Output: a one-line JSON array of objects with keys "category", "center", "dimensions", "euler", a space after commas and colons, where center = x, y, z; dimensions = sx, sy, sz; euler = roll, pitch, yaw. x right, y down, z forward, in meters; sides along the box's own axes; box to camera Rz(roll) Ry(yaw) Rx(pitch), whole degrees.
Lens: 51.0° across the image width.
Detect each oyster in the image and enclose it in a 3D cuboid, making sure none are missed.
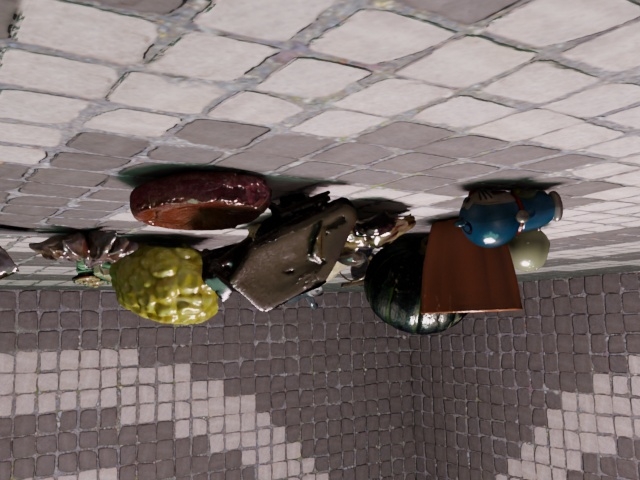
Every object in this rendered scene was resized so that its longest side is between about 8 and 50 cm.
[{"category": "oyster", "center": [-0.011, 0.001, 1.145], "dimensions": [0.361, 0.096, 0.221], "euler": [-8, 164, 25]}]

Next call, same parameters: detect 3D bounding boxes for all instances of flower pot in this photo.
[{"category": "flower pot", "center": [0.276, 0.049, 1.242], "dimensions": [0.190, 0.173, 0.190], "euler": [0, 173, 0]}]

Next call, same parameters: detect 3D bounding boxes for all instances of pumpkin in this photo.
[{"category": "pumpkin", "center": [0.222, 0.084, 1.462], "dimensions": [0.250, 0.216, 0.250], "euler": [7, -156, -3]}]

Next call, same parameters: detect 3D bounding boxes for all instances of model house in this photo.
[{"category": "model house", "center": [-0.071, 0.006, 0.934], "dimensions": [0.203, 0.141, 0.164], "euler": [-21, -148, -28]}]

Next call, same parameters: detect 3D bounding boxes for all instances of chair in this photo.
[{"category": "chair", "center": [0.099, 0.063, 1.646], "dimensions": [0.095, 0.104, 0.221], "euler": [-21, 165, 13]}]

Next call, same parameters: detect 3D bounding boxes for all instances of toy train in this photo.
[{"category": "toy train", "center": [-0.498, 0.059, 1.541], "dimensions": [0.125, 0.081, 0.194], "euler": [-11, 171, -9]}]

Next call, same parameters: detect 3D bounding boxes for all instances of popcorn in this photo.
[{"category": "popcorn", "center": [-0.329, 0.084, 1.410], "dimensions": [0.225, 0.174, 0.286], "euler": [13, 176, -23]}]

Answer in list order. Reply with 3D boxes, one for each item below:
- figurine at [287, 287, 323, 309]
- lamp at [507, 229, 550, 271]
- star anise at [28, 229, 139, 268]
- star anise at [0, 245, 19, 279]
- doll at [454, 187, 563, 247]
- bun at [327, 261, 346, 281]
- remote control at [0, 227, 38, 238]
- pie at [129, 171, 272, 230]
[{"category": "figurine", "center": [-0.052, 0.119, 1.864], "dimensions": [0.193, 0.140, 0.265], "euler": [-18, -155, -30]}, {"category": "lamp", "center": [0.370, 0.008, 1.342], "dimensions": [0.163, 0.091, 0.091], "euler": [13, 176, 12]}, {"category": "star anise", "center": [-0.439, 0.016, 1.247], "dimensions": [0.195, 0.065, 0.182], "euler": [2, 172, -11]}, {"category": "star anise", "center": [-0.712, 0.040, 1.191], "dimensions": [0.331, 0.118, 0.332], "euler": [2, -179, 0]}, {"category": "doll", "center": [0.261, -0.037, 0.949], "dimensions": [0.152, 0.085, 0.114], "euler": [-11, -175, -7]}, {"category": "bun", "center": [-0.011, 0.047, 1.434], "dimensions": [0.183, 0.102, 0.183], "euler": [-4, 174, 0]}, {"category": "remote control", "center": [-0.564, -0.017, 1.128], "dimensions": [0.050, 0.027, 0.184], "euler": [-4, 177, 26]}, {"category": "pie", "center": [-0.151, -0.050, 0.860], "dimensions": [0.182, 0.049, 0.182], "euler": [-5, 169, -1]}]
